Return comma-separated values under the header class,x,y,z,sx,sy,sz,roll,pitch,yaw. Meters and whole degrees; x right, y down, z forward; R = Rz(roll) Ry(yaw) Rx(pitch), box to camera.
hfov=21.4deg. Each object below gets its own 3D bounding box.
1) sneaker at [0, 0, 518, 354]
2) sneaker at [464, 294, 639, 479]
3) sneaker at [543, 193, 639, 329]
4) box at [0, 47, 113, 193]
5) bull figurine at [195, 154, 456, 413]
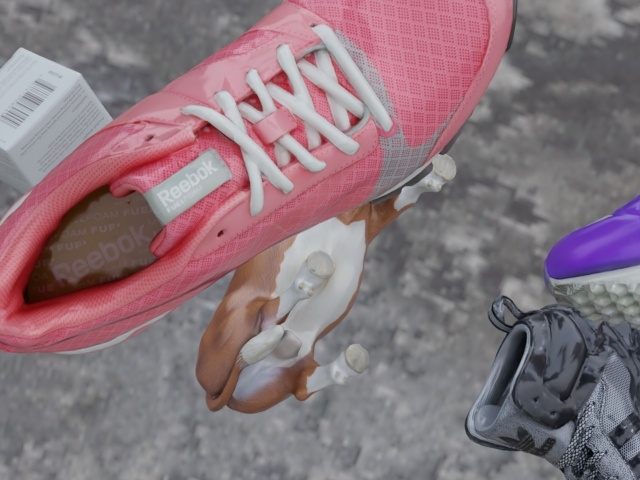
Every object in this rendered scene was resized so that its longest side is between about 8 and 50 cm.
class,x,y,z,sx,sy,sz,roll,pitch,yaw
sneaker,-0.035,-0.034,0.805,0.116,0.314,0.136,54,8,-4
sneaker,0.184,0.156,1.156,0.153,0.101,0.268,4,61,-23
sneaker,0.259,-0.048,0.940,0.293,0.102,0.146,-17,68,15
box,-0.260,-0.103,1.545,0.102,0.087,0.101,26,68,42
bull figurine,0.000,0.000,1.348,0.101,0.188,0.310,31,63,-21
